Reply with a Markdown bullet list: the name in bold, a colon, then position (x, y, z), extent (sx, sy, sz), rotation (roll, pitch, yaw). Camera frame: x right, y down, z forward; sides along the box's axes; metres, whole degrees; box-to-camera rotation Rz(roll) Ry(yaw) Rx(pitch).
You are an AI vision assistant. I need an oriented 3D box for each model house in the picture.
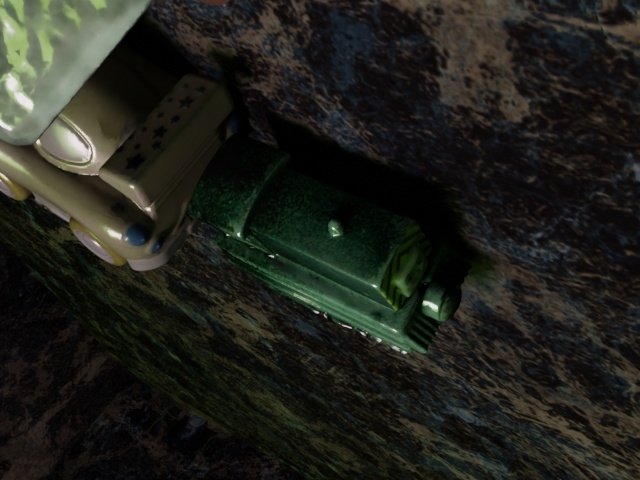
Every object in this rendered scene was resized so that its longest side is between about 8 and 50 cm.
- **model house**: position (-0.257, -0.275, 0.614), extent (0.325, 0.267, 0.194), rotation (41, 116, -20)

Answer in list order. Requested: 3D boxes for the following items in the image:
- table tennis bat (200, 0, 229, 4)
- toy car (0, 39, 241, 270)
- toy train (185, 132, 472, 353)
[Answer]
- **table tennis bat**: position (-0.108, -0.267, 0.817), extent (0.158, 0.014, 0.095), rotation (19, 149, 44)
- **toy car**: position (-0.277, -0.145, 1.008), extent (0.336, 0.242, 0.226), rotation (33, 159, 10)
- **toy train**: position (0.000, 0.000, 0.959), extent (0.330, 0.139, 0.178), rotation (24, 168, 30)
